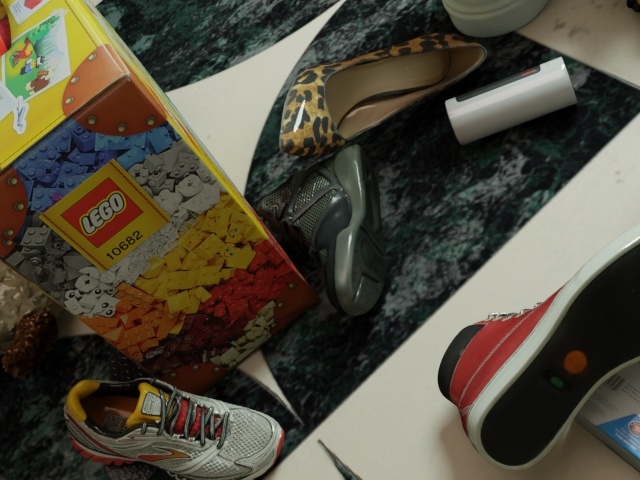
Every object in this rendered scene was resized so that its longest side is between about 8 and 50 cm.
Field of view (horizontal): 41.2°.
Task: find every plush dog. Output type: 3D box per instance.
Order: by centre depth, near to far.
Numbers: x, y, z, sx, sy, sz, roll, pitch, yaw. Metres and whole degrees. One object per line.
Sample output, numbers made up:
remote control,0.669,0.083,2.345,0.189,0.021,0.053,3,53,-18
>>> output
plush dog,-0.438,0.076,1.078,0.225,0.211,0.262,-12,47,-7

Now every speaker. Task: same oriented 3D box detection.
speaker,0.211,-0.153,0.941,0.136,0.055,0.055,-19,49,18

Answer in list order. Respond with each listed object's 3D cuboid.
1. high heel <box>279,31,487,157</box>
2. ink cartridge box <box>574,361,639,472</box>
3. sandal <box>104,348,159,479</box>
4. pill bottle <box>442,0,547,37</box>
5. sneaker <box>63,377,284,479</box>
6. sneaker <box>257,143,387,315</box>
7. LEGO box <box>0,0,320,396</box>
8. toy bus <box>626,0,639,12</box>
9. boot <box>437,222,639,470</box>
high heel,0.071,-0.169,0.960,0.186,0.093,0.261,-7,25,32
ink cartridge box,0.274,0.118,0.699,0.122,0.052,0.088,-45,47,-5
sandal,-0.199,0.193,0.927,0.067,0.040,0.179,-8,48,-5
pill bottle,0.162,-0.390,0.965,0.176,0.318,0.176,-16,49,20
sneaker,-0.148,0.187,0.841,0.225,0.093,0.088,5,53,4
sneaker,0.000,0.000,0.930,0.130,0.087,0.228,-20,46,19
LEGO box,-0.260,-0.114,0.970,0.193,0.372,0.500,-38,47,-1
toy bus,0.379,-0.285,0.902,0.190,0.202,0.104,-1,86,22
boot,0.199,0.063,0.721,0.244,0.088,0.176,-46,11,5
